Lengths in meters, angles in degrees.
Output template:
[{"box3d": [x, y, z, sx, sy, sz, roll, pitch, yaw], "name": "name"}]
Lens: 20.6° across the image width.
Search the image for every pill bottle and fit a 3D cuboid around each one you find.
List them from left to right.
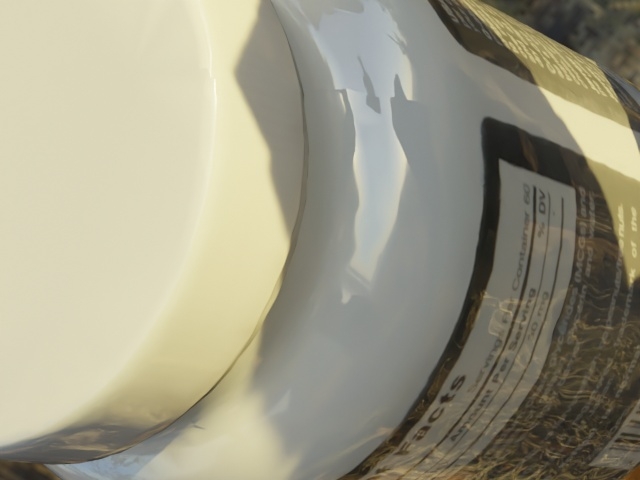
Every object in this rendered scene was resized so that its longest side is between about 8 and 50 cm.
[{"box3d": [0.000, 0.000, 0.498, 0.162, 0.278, 0.162, -6, 78, 33], "name": "pill bottle"}]
